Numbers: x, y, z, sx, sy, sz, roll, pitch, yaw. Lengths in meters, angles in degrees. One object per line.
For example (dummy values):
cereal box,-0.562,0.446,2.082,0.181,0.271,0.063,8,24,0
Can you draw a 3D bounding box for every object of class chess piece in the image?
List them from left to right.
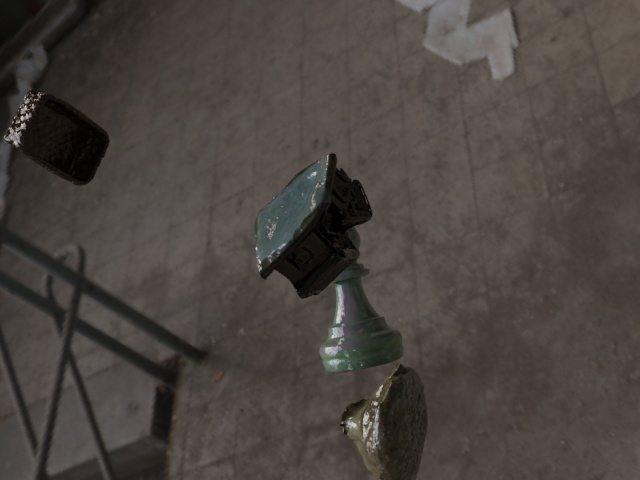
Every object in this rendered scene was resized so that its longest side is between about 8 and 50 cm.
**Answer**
chess piece,0.045,0.075,1.532,0.139,0.139,0.271,-14,88,37

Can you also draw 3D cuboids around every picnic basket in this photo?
picnic basket,-0.418,-0.163,1.478,0.055,0.193,0.110,20,80,25

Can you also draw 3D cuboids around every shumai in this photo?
shumai,0.094,0.286,1.455,0.120,0.201,0.201,3,60,25

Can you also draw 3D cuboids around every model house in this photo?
model house,0.005,-0.005,1.184,0.165,0.152,0.106,-43,41,5
